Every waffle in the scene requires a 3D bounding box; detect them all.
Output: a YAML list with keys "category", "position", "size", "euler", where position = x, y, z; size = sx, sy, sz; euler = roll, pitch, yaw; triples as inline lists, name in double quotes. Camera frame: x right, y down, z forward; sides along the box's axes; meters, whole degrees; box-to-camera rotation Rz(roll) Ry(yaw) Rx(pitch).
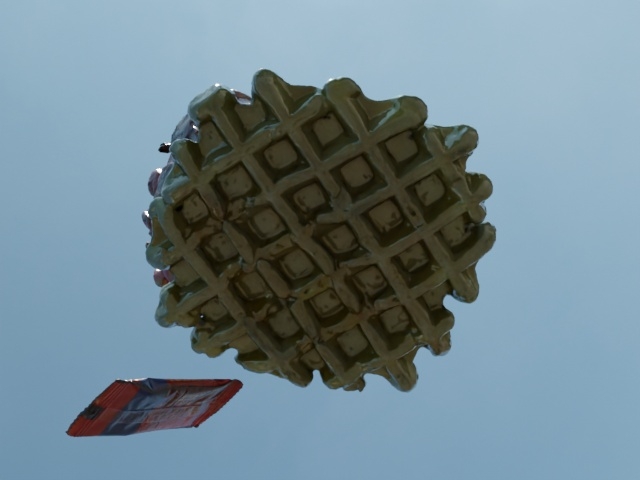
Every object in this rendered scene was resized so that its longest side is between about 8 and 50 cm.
- category: "waffle"
  position: [0.000, 0.000, 0.806]
  size: [0.309, 0.056, 0.291]
  euler: [15, -70, -5]

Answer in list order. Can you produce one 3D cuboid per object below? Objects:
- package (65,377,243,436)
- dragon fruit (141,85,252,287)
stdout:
- category: "package"
  position: [-0.164, 0.170, 0.931]
  size: [0.083, 0.022, 0.200]
  euler: [-48, -29, 16]
- category: "dragon fruit"
  position: [-0.093, -0.020, 1.201]
  size: [0.296, 0.314, 0.263]
  euler: [26, -72, -18]
